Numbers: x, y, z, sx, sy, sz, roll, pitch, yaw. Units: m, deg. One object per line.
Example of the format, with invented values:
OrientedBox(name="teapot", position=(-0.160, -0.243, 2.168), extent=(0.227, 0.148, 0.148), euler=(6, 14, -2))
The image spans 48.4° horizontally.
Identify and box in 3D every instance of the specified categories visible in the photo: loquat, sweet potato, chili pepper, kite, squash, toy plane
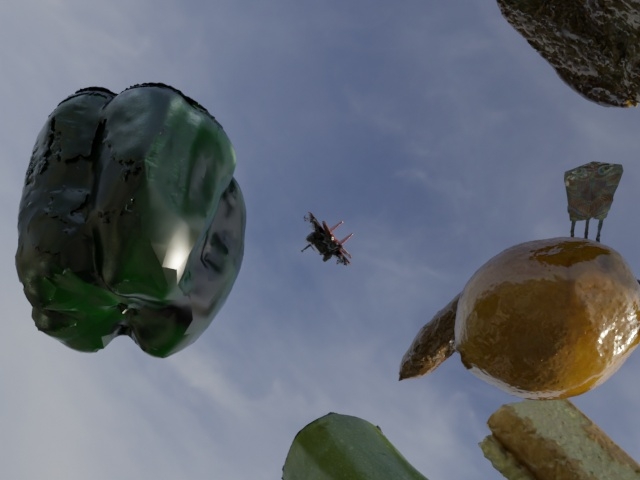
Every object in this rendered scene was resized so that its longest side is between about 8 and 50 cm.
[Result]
OrientedBox(name="loquat", position=(0.265, 0.088, 0.813), extent=(0.187, 0.234, 0.176), euler=(72, -3, -59))
OrientedBox(name="sweet potato", position=(0.175, 0.130, 1.004), extent=(0.060, 0.068, 0.205), euler=(33, -76, 2))
OrientedBox(name="chili pepper", position=(-0.202, -0.016, 0.766), extent=(0.233, 0.256, 0.248), euler=(-3, -36, 12))
OrientedBox(name="kite", position=(0.526, -0.048, 1.413), extent=(0.127, 0.016, 0.229), euler=(2, -105, 55))
OrientedBox(name="squash", position=(0.042, 0.186, 0.455), extent=(0.095, 0.095, 0.188), euler=(69, -14, -12))
OrientedBox(name="toy plane", position=(-0.002, 0.002, 1.359), extent=(0.130, 0.061, 0.189), euler=(51, -23, -12))

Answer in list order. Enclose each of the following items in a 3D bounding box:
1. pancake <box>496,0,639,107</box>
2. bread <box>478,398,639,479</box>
OrientedBox(name="pancake", position=(0.368, -0.303, 0.861), extent=(0.356, 0.065, 0.356), euler=(34, -24, 17))
OrientedBox(name="bread", position=(0.502, 0.457, 1.340), extent=(0.375, 0.237, 0.165), euler=(44, -57, 43))
